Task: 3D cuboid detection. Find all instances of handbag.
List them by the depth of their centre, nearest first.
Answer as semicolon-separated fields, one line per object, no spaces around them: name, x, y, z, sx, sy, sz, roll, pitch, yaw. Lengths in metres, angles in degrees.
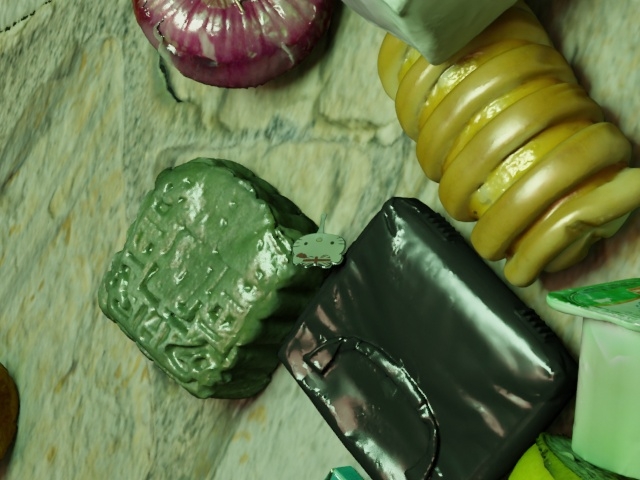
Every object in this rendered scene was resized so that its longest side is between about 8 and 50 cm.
handbag;0.101;0.120;1.219;0.275;0.088;0.244;47;113;27

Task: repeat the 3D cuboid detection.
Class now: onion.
onion;-0.096;-0.270;1.359;0.230;0.163;0.230;2;76;-8

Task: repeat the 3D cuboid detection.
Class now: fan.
fan;0.000;0.000;1.262;0.056;0.004;0.083;0;42;11

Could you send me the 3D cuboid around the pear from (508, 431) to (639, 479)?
pear;0.236;0.327;1.059;0.292;0.159;0.292;0;90;36

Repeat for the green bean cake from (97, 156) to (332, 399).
green bean cake;-0.115;0.034;1.363;0.222;0.125;0.227;39;104;31

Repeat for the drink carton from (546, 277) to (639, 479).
drink carton;0.280;0.118;1.057;0.144;0.146;0.142;16;106;52

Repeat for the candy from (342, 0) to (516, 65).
candy;0.151;-0.336;1.111;0.359;0.145;0.208;-40;60;2

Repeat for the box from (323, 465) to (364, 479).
box;0.051;0.362;1.259;0.226;0.042;0.161;43;110;30

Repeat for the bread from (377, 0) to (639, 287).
bread;0.161;-0.113;1.172;0.173;0.121;0.311;-44;61;25

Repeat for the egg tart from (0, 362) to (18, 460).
egg tart;-0.494;0.221;1.576;0.171;0.215;0.215;1;87;25
